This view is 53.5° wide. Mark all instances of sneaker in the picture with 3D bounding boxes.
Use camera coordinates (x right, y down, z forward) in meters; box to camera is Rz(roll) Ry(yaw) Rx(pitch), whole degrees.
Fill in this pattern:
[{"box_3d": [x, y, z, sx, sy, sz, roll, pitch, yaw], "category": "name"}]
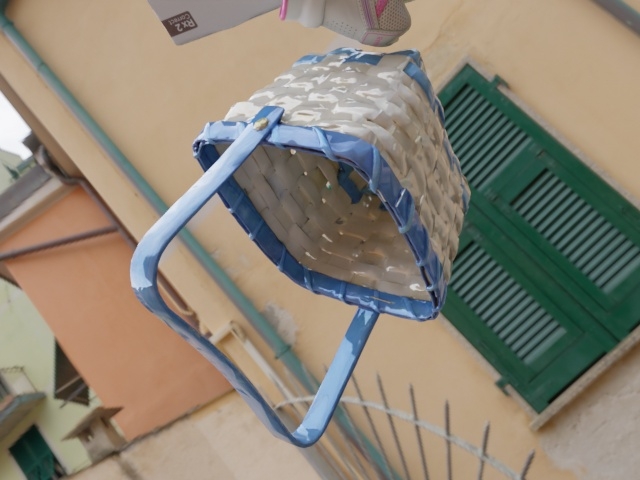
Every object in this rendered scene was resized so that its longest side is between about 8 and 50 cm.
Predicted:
[{"box_3d": [0.071, -0.260, 0.517, 0.252, 0.111, 0.103, -59, 7, -4], "category": "sneaker"}]

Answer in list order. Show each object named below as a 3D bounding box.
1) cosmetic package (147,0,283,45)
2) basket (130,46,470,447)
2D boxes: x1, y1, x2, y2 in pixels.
[{"box_3d": [-0.106, -0.335, 0.675, 0.151, 0.183, 0.151, -13, -49, 24], "category": "cosmetic package"}, {"box_3d": [0.000, 0.000, 0.536, 0.288, 0.201, 0.254, -60, -40, -31], "category": "basket"}]
